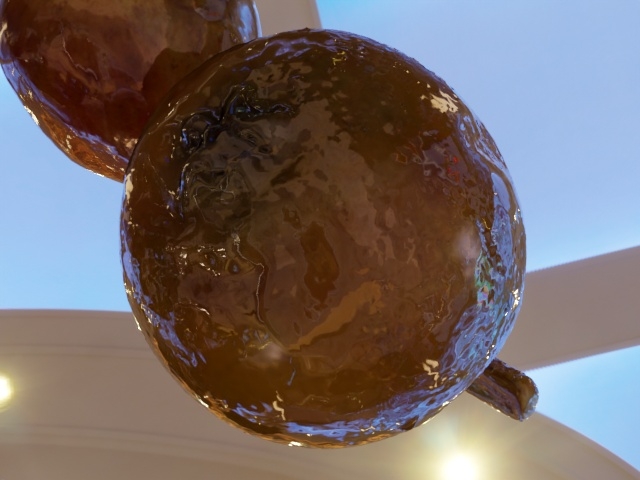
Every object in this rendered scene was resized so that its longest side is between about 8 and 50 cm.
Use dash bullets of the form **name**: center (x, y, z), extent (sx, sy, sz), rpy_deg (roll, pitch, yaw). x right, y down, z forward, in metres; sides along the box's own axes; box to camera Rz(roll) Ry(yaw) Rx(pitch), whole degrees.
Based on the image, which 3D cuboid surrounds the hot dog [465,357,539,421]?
- **hot dog**: center (0.179, 0.148, 1.323), extent (0.047, 0.216, 0.066), rpy_deg (-18, -60, -31)

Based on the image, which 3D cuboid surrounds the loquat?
- **loquat**: center (0.000, 0.000, 0.878), extent (0.328, 0.328, 0.328), rpy_deg (-1, -95, 7)

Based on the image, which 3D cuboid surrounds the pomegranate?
- **pomegranate**: center (-0.182, -0.172, 1.082), extent (0.252, 0.270, 0.229), rpy_deg (28, -121, 18)
